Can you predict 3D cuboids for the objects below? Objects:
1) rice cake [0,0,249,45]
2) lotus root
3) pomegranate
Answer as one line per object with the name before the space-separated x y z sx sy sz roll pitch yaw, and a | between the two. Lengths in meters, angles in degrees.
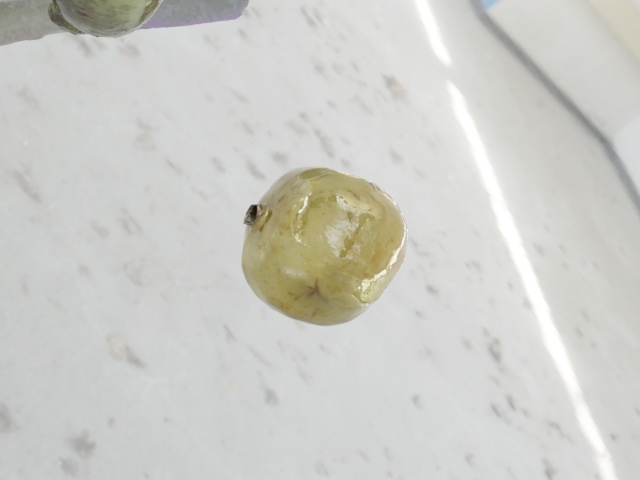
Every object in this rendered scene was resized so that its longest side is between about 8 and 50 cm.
rice cake | -0.285 -0.321 1.446 0.064 0.399 0.070 -115 -161 -58
lotus root | -0.233 -0.325 1.149 0.173 0.309 0.173 6 68 -16
pomegranate | 0.000 0.000 2.054 0.332 0.332 0.332 41 25 -24
